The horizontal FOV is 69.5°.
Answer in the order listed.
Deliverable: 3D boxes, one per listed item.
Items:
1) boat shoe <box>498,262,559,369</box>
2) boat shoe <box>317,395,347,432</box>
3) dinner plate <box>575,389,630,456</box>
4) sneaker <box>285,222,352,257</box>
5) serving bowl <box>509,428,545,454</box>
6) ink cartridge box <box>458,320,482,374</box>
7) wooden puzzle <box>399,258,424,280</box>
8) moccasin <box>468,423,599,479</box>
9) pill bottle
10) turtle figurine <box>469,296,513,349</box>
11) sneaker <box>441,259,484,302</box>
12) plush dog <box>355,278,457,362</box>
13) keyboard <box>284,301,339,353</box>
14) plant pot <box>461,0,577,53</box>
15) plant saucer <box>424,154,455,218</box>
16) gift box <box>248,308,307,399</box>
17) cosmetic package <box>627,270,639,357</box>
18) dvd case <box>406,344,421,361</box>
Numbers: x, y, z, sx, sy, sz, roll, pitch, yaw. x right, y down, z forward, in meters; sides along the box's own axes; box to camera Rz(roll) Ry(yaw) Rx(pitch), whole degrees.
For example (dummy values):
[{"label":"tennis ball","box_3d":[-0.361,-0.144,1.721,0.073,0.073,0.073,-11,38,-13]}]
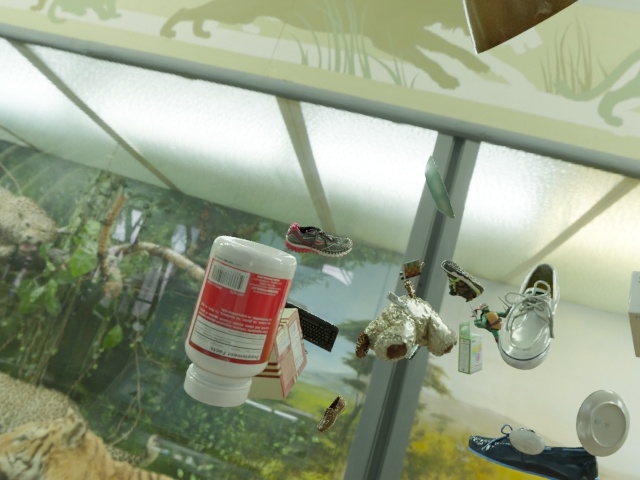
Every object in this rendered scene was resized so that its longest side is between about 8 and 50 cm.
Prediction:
[{"label":"boat shoe","box_3d":[0.583,0.179,1.260,0.136,0.367,0.156,11,-52,36]},{"label":"boat shoe","box_3d":[0.042,0.758,2.020,0.064,0.178,0.060,4,-51,50]},{"label":"dinner plate","box_3d":[0.604,0.388,0.977,0.141,0.141,0.017,20,-8,-11]},{"label":"sneaker","box_3d":[0.000,0.000,2.018,0.299,0.112,0.121,7,28,-15]},{"label":"serving bowl","box_3d":[0.510,0.505,1.144,0.083,0.027,0.083,19,-42,18]},{"label":"ink cartridge box","box_3d":[0.650,0.462,1.997,0.109,0.209,0.062,0,1,-45]},{"label":"wooden puzzle","box_3d":[0.263,0.083,1.330,0.083,0.049,0.006,-15,19,-13]},{"label":"moccasin","box_3d":[0.595,0.590,1.306,0.342,0.116,0.138,-1,-14,37]},{"label":"pill bottle","box_3d":[-0.222,0.210,1.221,0.229,0.407,0.229,17,3,-1]},{"label":"turtle figurine","box_3d":[0.681,0.314,1.789,0.234,0.175,0.118,59,-3,17]},{"label":"sneaker","box_3d":[0.481,0.156,1.600,0.235,0.097,0.084,33,18,-32]},{"label":"plush dog","box_3d":[0.210,0.248,1.293,0.263,0.210,0.225,3,-33,-32]},{"label":"keyboard","box_3d":[-0.095,0.352,1.801,0.317,0.201,0.033,24,26,15]},{"label":"plant pot","box_3d":[0.355,-0.534,0.877,0.254,0.237,0.237,57,-27,-15]},{"label":"plant saucer","box_3d":[0.330,-0.146,1.308,0.037,0.194,0.195,-21,-25,12]},{"label":"gift box","box_3d":[-0.213,0.347,1.539,0.258,0.276,0.255,-4,12,20]},{"label":"cosmetic package","box_3d":[1.219,0.283,1.598,0.230,0.161,0.453,4,-28,40]},{"label":"dvd case","box_3d":[0.324,0.357,1.622,0.013,0.119,0.087,41,-7,-27]}]
